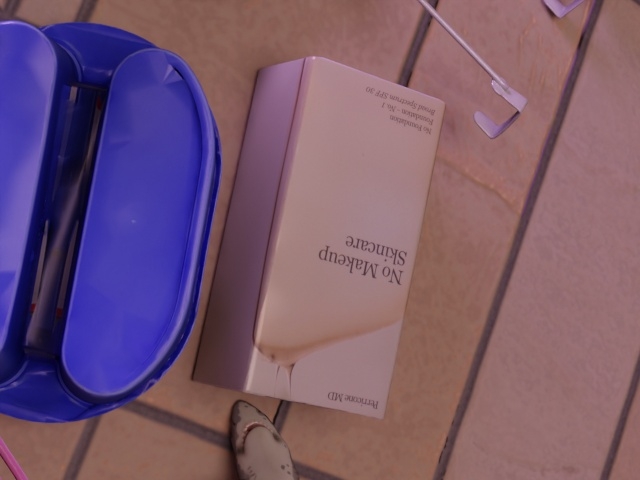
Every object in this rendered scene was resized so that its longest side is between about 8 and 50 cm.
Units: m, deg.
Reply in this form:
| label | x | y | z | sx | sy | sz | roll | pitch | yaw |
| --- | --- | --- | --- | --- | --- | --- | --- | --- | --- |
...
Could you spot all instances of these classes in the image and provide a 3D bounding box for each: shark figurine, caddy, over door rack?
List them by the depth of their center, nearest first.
| label | x | y | z | sx | sy | sz | roll | pitch | yaw |
| --- | --- | --- | --- | --- | --- | --- | --- | --- | --- |
| caddy | -0.208 | -0.019 | 1.060 | 0.241 | 0.179 | 0.341 | 11 | 85 | -8 |
| shark figurine | -0.080 | 0.306 | 1.183 | 0.166 | 0.116 | 0.278 | 31 | 63 | 8 |
| over door rack | 0.157 | -0.304 | 1.274 | 0.324 | 0.108 | 0.239 | 51 | 50 | -21 |

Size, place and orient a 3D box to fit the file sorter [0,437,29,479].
| label | x | y | z | sx | sy | sz | roll | pitch | yaw |
| --- | --- | --- | --- | --- | --- | --- | --- | --- | --- |
| file sorter | -0.327 | 0.210 | 0.925 | 0.182 | 0.291 | 0.202 | -35 | 107 | -29 |

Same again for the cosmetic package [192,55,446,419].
| label | x | y | z | sx | sy | sz | roll | pitch | yaw |
| --- | --- | --- | --- | --- | --- | --- | --- | --- | --- |
| cosmetic package | 0.000 | 0.000 | 1.216 | 0.160 | 0.113 | 0.309 | 14 | 82 | -30 |
